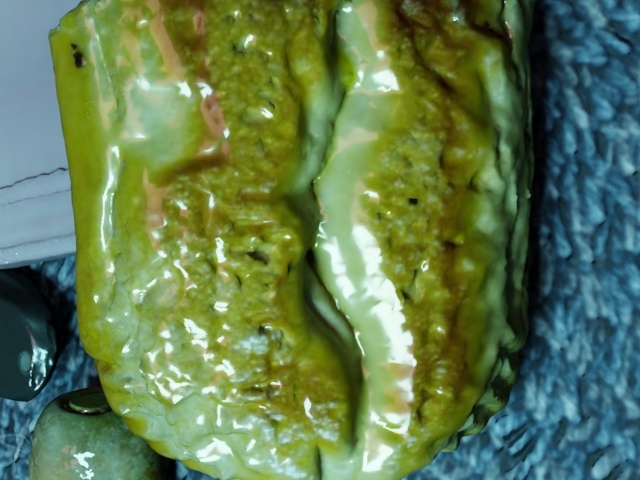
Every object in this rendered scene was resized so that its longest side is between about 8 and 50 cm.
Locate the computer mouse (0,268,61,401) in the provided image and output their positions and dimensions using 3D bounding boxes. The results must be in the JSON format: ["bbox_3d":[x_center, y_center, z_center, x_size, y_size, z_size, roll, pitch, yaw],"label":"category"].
[{"bbox_3d":[-0.335,0.089,1.094,0.217,0.073,0.122,25,103,32],"label":"computer mouse"}]

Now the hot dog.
[{"bbox_3d":[0.000,0.000,0.779,0.368,0.196,0.365,-5,88,-16],"label":"hot dog"}]

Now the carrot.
[{"bbox_3d":[-0.209,0.293,1.008,0.139,0.139,0.301,1,94,29],"label":"carrot"}]

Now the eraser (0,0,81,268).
[{"bbox_3d":[-0.213,-0.128,0.984,0.359,0.122,0.272,-10,89,28],"label":"eraser"}]
